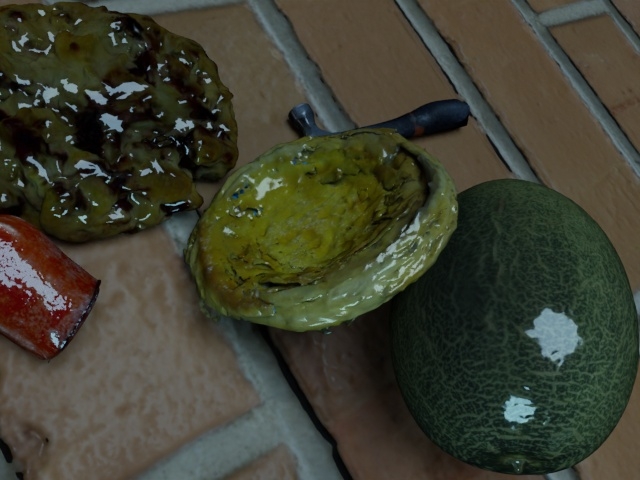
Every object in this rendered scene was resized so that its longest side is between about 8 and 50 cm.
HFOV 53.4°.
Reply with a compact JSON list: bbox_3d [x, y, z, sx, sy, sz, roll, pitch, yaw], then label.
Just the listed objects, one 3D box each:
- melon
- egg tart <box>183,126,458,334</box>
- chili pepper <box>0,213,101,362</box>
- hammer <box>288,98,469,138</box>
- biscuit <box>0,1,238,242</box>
[{"bbox_3d":[0.197,0.081,0.672,0.249,0.248,0.329,24,49,-14],"label":"melon"},{"bbox_3d":[0.000,0.000,0.659,0.290,0.291,0.107,-65,144,-35],"label":"egg tart"},{"bbox_3d":[-0.288,0.020,0.561,0.192,0.084,0.086,40,37,-9],"label":"chili pepper"},{"bbox_3d":[0.105,-0.147,0.873,0.290,0.037,0.137,-19,74,-33],"label":"hammer"},{"bbox_3d":[-0.243,-0.140,0.671,0.334,0.081,0.289,-7,67,-28],"label":"biscuit"}]
